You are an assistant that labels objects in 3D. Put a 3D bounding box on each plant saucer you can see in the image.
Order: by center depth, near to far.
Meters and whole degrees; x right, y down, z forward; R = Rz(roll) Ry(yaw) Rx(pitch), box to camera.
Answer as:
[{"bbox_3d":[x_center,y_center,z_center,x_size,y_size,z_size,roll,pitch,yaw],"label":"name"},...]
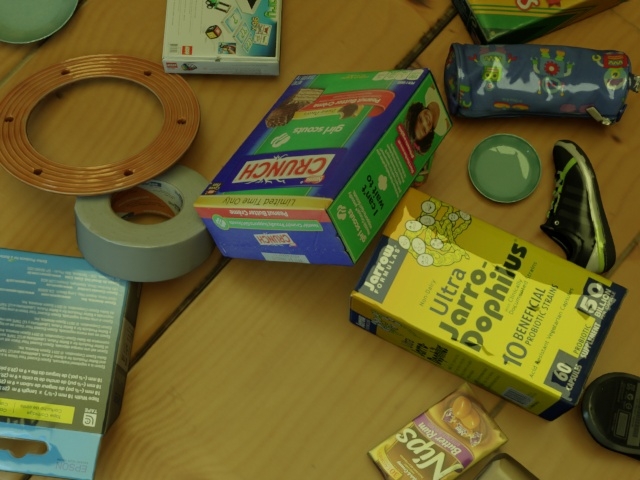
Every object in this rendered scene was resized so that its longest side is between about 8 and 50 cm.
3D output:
[{"bbox_3d":[0.300,-0.116,1.836,0.119,0.021,0.119,0,74,1],"label":"plant saucer"},{"bbox_3d":[-0.505,-0.419,1.923,0.195,0.037,0.195,0,75,0],"label":"plant saucer"}]

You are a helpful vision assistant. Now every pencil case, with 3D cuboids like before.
[{"bbox_3d":[0.353,-0.250,1.822,0.306,0.119,0.133,3,62,3],"label":"pencil case"}]

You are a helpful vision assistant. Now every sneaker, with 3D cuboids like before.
[{"bbox_3d":[0.394,-0.048,1.783,0.097,0.084,0.235,-14,75,-2],"label":"sneaker"}]

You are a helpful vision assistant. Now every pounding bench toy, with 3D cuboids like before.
[{"bbox_3d":[0.158,-0.123,1.823,0.083,0.052,0.065,-13,75,-3],"label":"pounding bench toy"}]

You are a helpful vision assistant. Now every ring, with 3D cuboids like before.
[{"bbox_3d":[-0.359,-0.185,1.800,0.336,0.032,0.337,0,48,1],"label":"ring"}]

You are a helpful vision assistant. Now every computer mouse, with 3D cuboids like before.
[{"bbox_3d":[0.509,0.290,1.700,0.272,0.072,0.188,22,73,-6],"label":"computer mouse"}]

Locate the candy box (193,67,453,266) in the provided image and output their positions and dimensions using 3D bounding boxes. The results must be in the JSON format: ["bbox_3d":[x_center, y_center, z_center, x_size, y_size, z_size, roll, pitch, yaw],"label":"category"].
[{"bbox_3d":[0.005,-0.114,1.676,0.268,0.122,0.317,4,47,40],"label":"candy box"}]

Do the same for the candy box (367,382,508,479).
[{"bbox_3d":[0.177,0.313,1.701,0.186,0.053,0.109,-34,77,-7],"label":"candy box"}]

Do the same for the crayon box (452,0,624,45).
[{"bbox_3d":[0.377,-0.462,1.902,0.318,0.081,0.202,-24,75,-6],"label":"crayon box"}]

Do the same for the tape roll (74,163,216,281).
[{"bbox_3d":[-0.268,-0.034,1.737,0.219,0.072,0.219,4,40,-4],"label":"tape roll"}]

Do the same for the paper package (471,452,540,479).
[{"bbox_3d":[0.268,0.505,1.548,0.325,0.168,0.309,43,97,12],"label":"paper package"}]

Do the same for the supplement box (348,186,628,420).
[{"bbox_3d":[0.241,0.098,1.687,0.356,0.195,0.194,25,76,8],"label":"supplement box"}]

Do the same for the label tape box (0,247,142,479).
[{"bbox_3d":[-0.422,0.191,1.714,0.240,0.106,0.334,7,74,2],"label":"label tape box"}]

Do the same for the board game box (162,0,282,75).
[{"bbox_3d":[-0.159,-0.424,1.896,0.193,0.053,0.305,2,68,0],"label":"board game box"}]
